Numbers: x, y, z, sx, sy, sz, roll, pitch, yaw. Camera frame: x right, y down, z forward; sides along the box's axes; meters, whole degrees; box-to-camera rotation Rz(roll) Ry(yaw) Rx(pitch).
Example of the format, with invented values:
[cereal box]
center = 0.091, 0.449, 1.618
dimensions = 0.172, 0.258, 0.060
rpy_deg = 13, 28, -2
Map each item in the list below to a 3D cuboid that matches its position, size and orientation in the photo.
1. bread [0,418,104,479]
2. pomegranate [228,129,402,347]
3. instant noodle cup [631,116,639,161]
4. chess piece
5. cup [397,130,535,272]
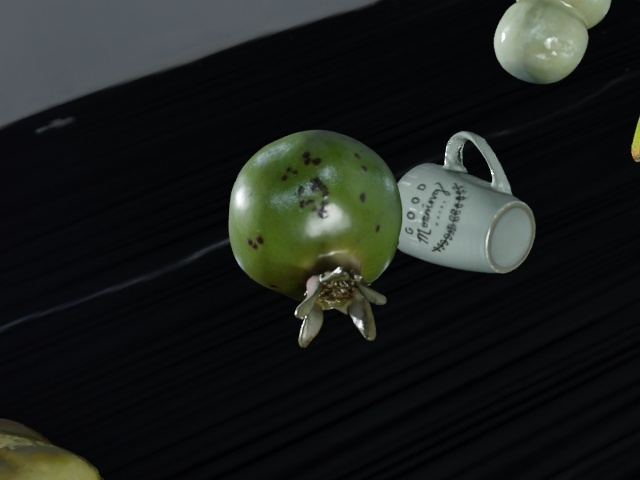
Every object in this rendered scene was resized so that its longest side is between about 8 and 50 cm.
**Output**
[bread]
center = -0.294, 0.292, 0.675
dimensions = 0.148, 0.270, 0.270
rpy_deg = -1, 118, 38
[pomegranate]
center = 0.000, 0.000, 0.768
dimensions = 0.181, 0.181, 0.224
rpy_deg = 77, -178, -47
[instant noodle cup]
center = 0.644, -0.189, 1.318
dimensions = 0.168, 0.185, 0.168
rpy_deg = 18, -90, -81
[chess piece]
center = 0.274, -0.288, 0.860
dimensions = 0.133, 0.243, 0.133
rpy_deg = 24, 178, 1
[cup]
center = 0.275, -0.070, 1.459
dimensions = 0.234, 0.186, 0.258
rpy_deg = 20, 102, 51
